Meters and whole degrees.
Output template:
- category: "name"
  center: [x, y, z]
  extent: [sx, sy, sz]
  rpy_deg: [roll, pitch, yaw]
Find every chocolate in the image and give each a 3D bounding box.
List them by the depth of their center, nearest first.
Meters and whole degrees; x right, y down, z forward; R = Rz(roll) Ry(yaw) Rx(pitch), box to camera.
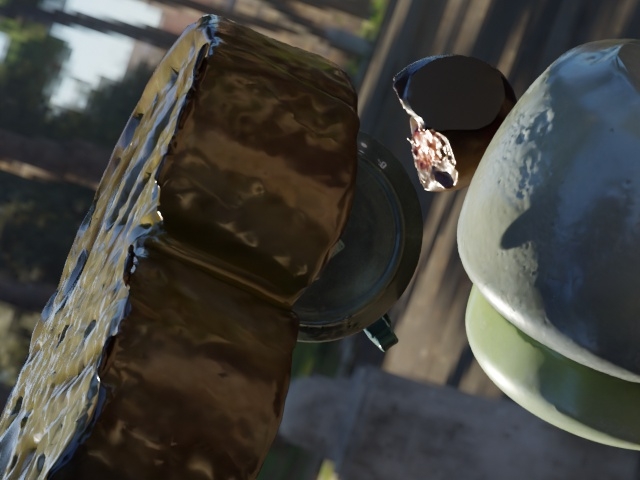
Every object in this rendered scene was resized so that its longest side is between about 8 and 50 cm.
- category: "chocolate"
  center: [0.122, -0.110, 1.627]
  extent: [0.133, 0.127, 0.124]
  rpy_deg: [118, 165, -73]

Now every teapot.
- category: "teapot"
  center: [0.000, 0.000, 1.396]
  extent: [0.171, 0.203, 0.225]
  rpy_deg: [-33, 5, 0]

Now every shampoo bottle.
- category: "shampoo bottle"
  center: [0.284, -0.006, 1.469]
  extent: [0.322, 0.322, 0.317]
  rpy_deg: [-83, 7, -66]

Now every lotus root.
- category: "lotus root"
  center: [-0.111, 0.066, 0.963]
  extent: [0.375, 0.111, 0.391]
  rpy_deg: [-24, 43, 64]
